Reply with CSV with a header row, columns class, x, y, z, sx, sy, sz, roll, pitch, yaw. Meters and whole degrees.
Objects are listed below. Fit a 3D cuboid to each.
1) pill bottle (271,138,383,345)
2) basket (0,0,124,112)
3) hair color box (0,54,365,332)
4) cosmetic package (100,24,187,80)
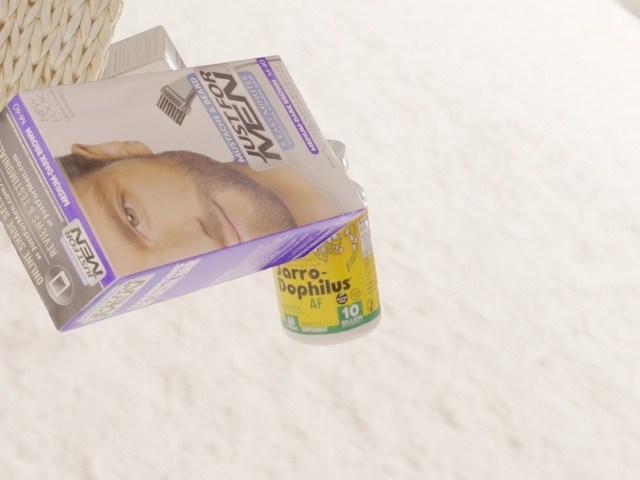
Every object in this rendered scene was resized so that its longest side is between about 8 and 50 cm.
class,x,y,z,sx,sy,sz,roll,pitch,yaw
pill bottle,0.000,0.000,1.637,0.117,0.209,0.117,-7,20,3
basket,-0.404,-0.311,1.695,0.266,0.331,0.328,11,11,-39
hair color box,-0.130,-0.054,1.360,0.338,0.110,0.185,-18,74,-48
cosmetic package,-0.280,-0.176,1.919,0.085,0.231,0.117,-98,163,-49
